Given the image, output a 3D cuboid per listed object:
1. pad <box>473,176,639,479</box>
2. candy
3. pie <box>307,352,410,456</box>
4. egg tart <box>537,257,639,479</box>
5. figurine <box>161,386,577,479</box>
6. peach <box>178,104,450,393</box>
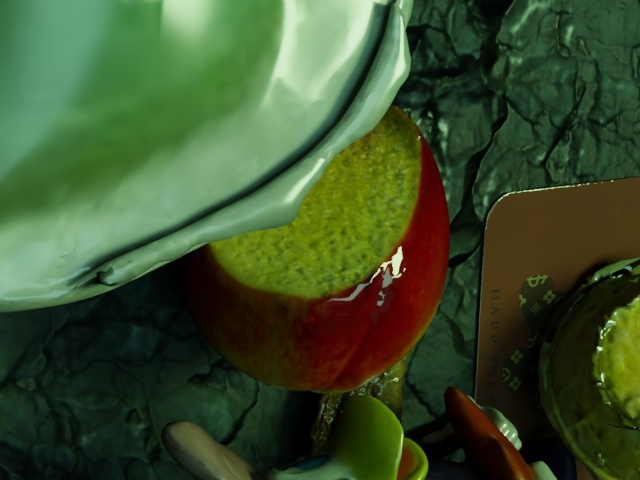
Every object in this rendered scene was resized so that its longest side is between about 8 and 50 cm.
[{"bbox_3d":[0.202,0.083,1.377,0.181,0.004,0.267,-7,108,-27],"label":"pad"},{"bbox_3d":[-0.128,-0.170,1.010,0.427,0.186,0.386,-14,109,-24],"label":"candy"},{"bbox_3d":[0.027,0.144,1.278,0.088,0.033,0.191,-7,109,-33],"label":"pie"},{"bbox_3d":[0.274,0.104,1.307,0.212,0.212,0.090,-42,161,-13],"label":"egg tart"},{"bbox_3d":[0.072,0.205,1.215,0.193,0.154,0.421,-46,139,8],"label":"figurine"},{"bbox_3d":[0.000,0.000,1.133,0.190,0.190,0.192,-3,119,-29],"label":"peach"}]
